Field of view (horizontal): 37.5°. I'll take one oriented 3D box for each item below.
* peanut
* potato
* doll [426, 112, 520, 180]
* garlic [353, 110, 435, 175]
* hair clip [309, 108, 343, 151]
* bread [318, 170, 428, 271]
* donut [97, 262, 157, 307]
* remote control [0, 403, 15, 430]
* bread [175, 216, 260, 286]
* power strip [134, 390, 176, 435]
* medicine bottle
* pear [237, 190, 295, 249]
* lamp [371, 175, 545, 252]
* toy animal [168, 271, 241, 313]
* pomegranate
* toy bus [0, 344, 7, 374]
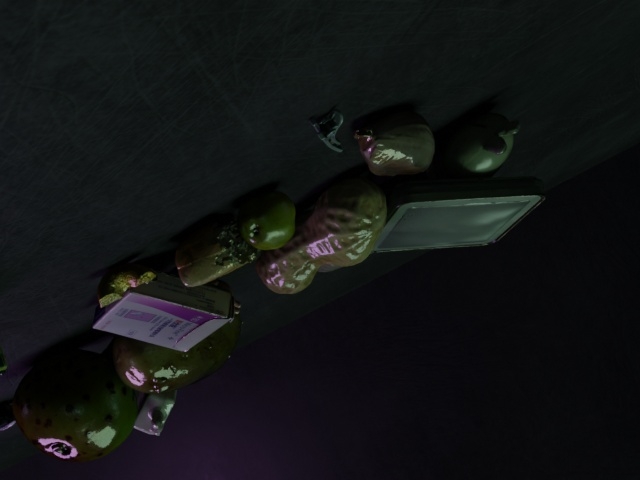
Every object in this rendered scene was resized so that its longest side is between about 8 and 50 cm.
[{"bbox_3d":[0.000,0.000,1.612,0.298,0.136,0.120,-33,180,34],"label":"peanut"},{"bbox_3d":[-0.269,0.190,1.788,0.210,0.173,0.307,-33,174,27],"label":"potato"},{"bbox_3d":[0.255,-0.146,1.641,0.155,0.113,0.275,-48,174,-20],"label":"doll"},{"bbox_3d":[0.110,-0.134,1.332,0.101,0.087,0.195,-16,176,10],"label":"garlic"},{"bbox_3d":[0.016,-0.136,1.188,0.039,0.030,0.115,-29,172,3],"label":"hair clip"},{"bbox_3d":[0.114,-0.039,1.873,0.337,0.102,0.183,-28,175,-10],"label":"bread"},{"bbox_3d":[-0.282,0.062,1.358,0.083,0.067,0.038,3,157,11],"label":"donut"},{"bbox_3d":[-0.724,0.388,1.994,0.090,0.066,0.266,-16,-179,22],"label":"remote control"},{"bbox_3d":[-0.159,0.014,1.403,0.106,0.082,0.125,-19,-176,15],"label":"bread"},{"bbox_3d":[-0.327,0.278,1.929,0.098,0.058,0.338,-60,-164,22],"label":"power strip"},{"bbox_3d":[-0.251,0.110,1.497,0.171,0.052,0.201,19,150,-24],"label":"medicine bottle"},{"bbox_3d":[-0.080,-0.026,1.372,0.097,0.092,0.092,-19,168,-44],"label":"pear"},{"bbox_3d":[0.227,-0.041,1.669,0.269,0.047,0.266,-3,160,-13],"label":"lamp"},{"bbox_3d":[-0.208,0.094,1.615,0.150,0.089,0.083,13,162,-9],"label":"toy animal"},{"bbox_3d":[-0.464,0.297,1.810,0.230,0.231,0.286,-28,-161,7],"label":"pomegranate"},{"bbox_3d":[-0.496,0.163,1.210,0.175,0.088,0.101,-26,173,6],"label":"toy bus"}]
